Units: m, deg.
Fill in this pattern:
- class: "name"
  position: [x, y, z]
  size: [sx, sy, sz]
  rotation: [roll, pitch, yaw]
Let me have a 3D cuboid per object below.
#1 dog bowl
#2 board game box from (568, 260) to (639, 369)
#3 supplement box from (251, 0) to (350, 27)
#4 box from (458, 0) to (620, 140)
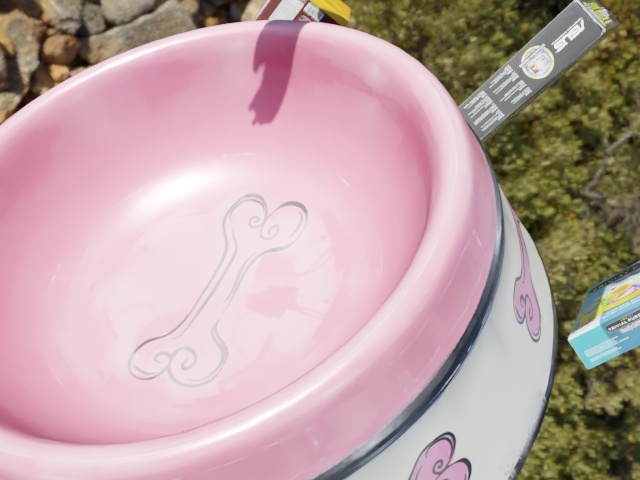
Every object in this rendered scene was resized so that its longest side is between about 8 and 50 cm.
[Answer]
- class: "dog bowl"
  position: [-0.067, 0.021, 0.501]
  size: [0.408, 0.407, 0.150]
  rotation: [-59, 147, -31]
- class: "board game box"
  position: [0.675, 0.124, 1.707]
  size: [0.079, 0.253, 0.336]
  rotation: [56, 29, 1]
- class: "supplement box"
  position: [-0.056, -0.566, 2.087]
  size: [0.191, 0.194, 0.129]
  rotation: [35, 27, -16]
- class: "box"
  position: [0.297, -0.233, 1.168]
  size: [0.060, 0.270, 0.216]
  rotation: [49, 29, 3]
